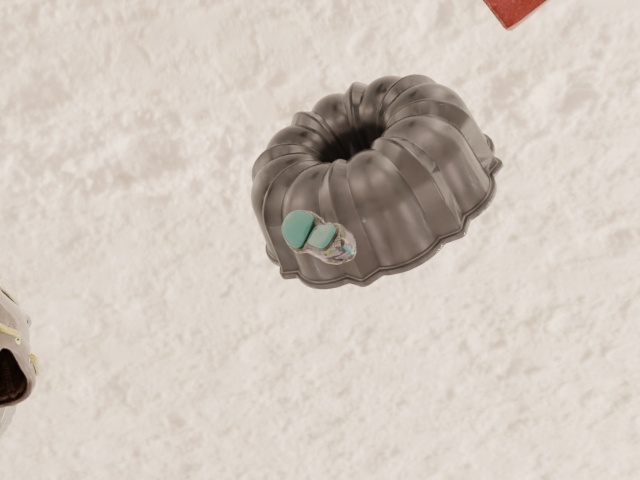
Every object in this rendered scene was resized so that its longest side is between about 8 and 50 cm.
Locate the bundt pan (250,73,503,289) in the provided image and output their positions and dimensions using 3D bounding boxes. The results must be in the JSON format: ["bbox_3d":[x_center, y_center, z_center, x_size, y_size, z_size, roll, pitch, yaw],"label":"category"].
[{"bbox_3d":[0.052,-0.097,0.916,0.330,0.331,0.124,-23,124,9],"label":"bundt pan"}]

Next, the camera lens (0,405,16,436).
[{"bbox_3d":[-0.506,0.177,0.822,0.219,0.220,0.274,-21,171,7],"label":"camera lens"}]

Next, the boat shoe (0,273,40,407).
[{"bbox_3d":[-0.273,0.069,0.508,0.116,0.097,0.324,-26,171,-14],"label":"boat shoe"}]

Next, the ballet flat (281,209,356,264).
[{"bbox_3d":[0.000,0.000,0.644,0.041,0.114,0.041,-5,102,-22],"label":"ballet flat"}]

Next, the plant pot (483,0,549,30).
[{"bbox_3d":[0.081,-0.296,0.255,0.235,0.267,0.267,-28,138,29],"label":"plant pot"}]
